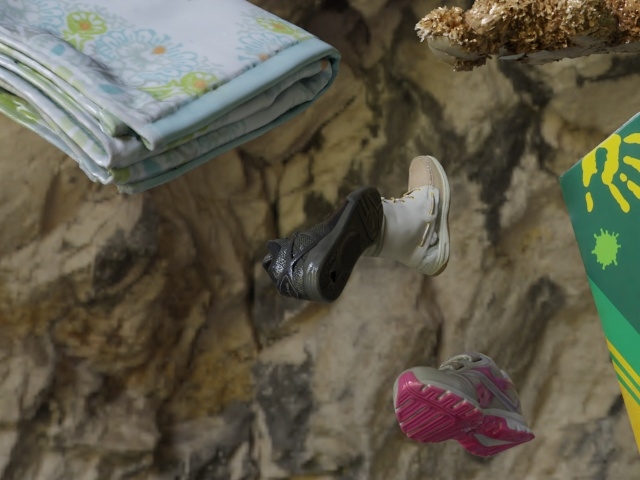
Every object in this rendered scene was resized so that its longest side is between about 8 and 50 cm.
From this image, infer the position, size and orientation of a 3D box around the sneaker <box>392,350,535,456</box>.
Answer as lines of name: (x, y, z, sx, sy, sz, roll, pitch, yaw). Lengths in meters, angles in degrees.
sneaker: (0.172, 0.195, 1.376, 0.103, 0.111, 0.252, -28, -35, 27)

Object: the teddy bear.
teddy bear: (0.280, -0.279, 1.327, 0.338, 0.113, 0.245, -5, -1, 23)

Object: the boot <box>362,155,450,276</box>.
boot: (0.122, -0.057, 1.727, 0.165, 0.213, 0.077, 14, -30, -26)

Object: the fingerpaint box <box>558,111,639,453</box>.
fingerpaint box: (0.498, 0.070, 1.051, 0.444, 0.371, 0.163, 1, -25, -26)

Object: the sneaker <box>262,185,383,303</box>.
sneaker: (0.000, 0.000, 1.493, 0.130, 0.227, 0.087, 0, -51, 34)

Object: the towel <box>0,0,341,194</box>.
towel: (-0.197, -0.203, 1.116, 0.320, 0.374, 0.090, 33, -55, 16)
